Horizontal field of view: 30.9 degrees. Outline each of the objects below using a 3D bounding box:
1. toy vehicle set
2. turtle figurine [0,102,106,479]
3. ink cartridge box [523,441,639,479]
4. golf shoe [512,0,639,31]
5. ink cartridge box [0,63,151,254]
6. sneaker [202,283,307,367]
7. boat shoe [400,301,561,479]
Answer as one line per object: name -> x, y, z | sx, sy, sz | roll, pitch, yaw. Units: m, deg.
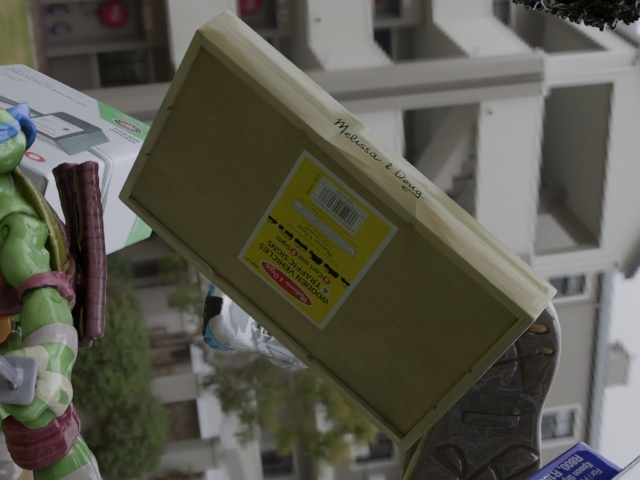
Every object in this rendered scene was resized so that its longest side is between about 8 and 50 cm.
toy vehicle set -> 0.000, 0.000, 0.746 | 0.267, 0.035, 0.166 | 41, -45, 5
turtle figurine -> -0.227, 0.071, 0.668 | 0.274, 0.198, 0.266 | -82, 168, -62
ink cartridge box -> 0.089, 0.205, 0.704 | 0.045, 0.223, 0.224 | 47, -48, 22
golf shoe -> 0.161, -0.175, 0.620 | 0.198, 0.077, 0.093 | 162, -54, -74
ink cartridge box -> -0.292, -0.070, 1.107 | 0.121, 0.211, 0.289 | -66, 170, 16
sneaker -> -0.029, 0.074, 1.004 | 0.191, 0.083, 0.071 | 25, 77, -59
boat shoe -> 0.150, 0.168, 1.111 | 0.130, 0.132, 0.355 | -85, -174, -59
